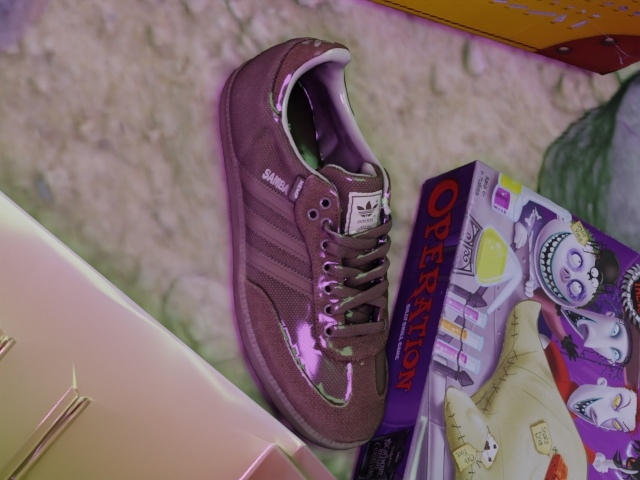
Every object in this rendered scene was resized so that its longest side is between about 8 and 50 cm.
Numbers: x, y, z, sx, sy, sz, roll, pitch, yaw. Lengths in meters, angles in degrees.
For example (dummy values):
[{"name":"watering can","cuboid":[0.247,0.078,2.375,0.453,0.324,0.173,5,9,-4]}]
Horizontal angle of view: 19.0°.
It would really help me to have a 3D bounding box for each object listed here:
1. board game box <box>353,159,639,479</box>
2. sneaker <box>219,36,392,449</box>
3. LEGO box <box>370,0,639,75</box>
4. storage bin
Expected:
[{"name":"board game box","cuboid":[0.105,0.157,0.911,0.208,0.056,0.346,29,61,-30]},{"name":"sneaker","cuboid":[0.000,0.000,0.865,0.066,0.071,0.188,-10,82,-37]},{"name":"LEGO box","cuboid":[0.010,-0.331,0.892,0.500,0.193,0.372,13,70,-32]},{"name":"storage bin","cuboid":[-0.104,0.071,0.646,0.262,0.260,0.123,42,87,-19]}]
